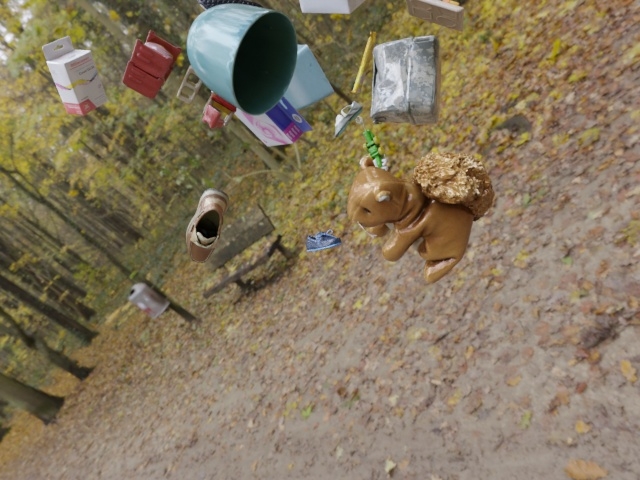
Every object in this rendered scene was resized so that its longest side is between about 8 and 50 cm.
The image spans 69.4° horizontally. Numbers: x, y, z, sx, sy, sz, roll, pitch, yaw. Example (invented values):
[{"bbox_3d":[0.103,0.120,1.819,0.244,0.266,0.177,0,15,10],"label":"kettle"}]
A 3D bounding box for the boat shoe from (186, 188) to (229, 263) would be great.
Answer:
[{"bbox_3d":[-0.412,-0.033,1.644,0.120,0.122,0.324,-95,23,-48],"label":"boat shoe"}]

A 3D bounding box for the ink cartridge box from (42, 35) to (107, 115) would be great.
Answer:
[{"bbox_3d":[-0.728,-0.491,1.379,0.067,0.198,0.115,10,42,16],"label":"ink cartridge box"}]

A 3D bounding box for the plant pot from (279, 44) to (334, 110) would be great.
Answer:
[{"bbox_3d":[-0.124,-0.746,2.198,0.252,0.247,0.248,-35,26,2],"label":"plant pot"}]

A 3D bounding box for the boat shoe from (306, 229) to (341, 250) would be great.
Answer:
[{"bbox_3d":[0.000,0.000,2.187,0.108,0.089,0.258,-7,-2,-39],"label":"boat shoe"}]

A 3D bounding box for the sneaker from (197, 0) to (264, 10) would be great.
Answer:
[{"bbox_3d":[-0.293,-0.747,1.513,0.097,0.234,0.084,10,89,65],"label":"sneaker"}]

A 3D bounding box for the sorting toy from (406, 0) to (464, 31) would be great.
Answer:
[{"bbox_3d":[0.366,-0.735,1.471,0.038,0.192,0.208,-68,-14,14],"label":"sorting toy"}]

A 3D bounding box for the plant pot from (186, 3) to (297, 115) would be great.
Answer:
[{"bbox_3d":[-0.248,-0.551,1.365,0.293,0.235,0.293,-48,-25,-31],"label":"plant pot"}]

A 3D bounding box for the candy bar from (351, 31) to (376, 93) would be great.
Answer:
[{"bbox_3d":[0.115,-0.461,1.209,0.040,0.018,0.162,-39,-28,-57],"label":"candy bar"}]

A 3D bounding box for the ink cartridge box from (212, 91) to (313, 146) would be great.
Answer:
[{"bbox_3d":[-0.229,-0.498,1.765,0.072,0.324,0.330,-54,29,-13],"label":"ink cartridge box"}]

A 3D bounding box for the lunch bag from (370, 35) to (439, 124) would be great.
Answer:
[{"bbox_3d":[0.315,-0.593,1.731,0.212,0.255,0.306,5,-92,-72],"label":"lunch bag"}]

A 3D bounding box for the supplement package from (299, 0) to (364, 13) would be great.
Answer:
[{"bbox_3d":[0.025,-0.899,1.501,0.203,0.262,0.145,19,54,31],"label":"supplement package"}]

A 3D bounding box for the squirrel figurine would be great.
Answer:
[{"bbox_3d":[0.278,-0.124,1.311,0.397,0.370,0.281,-42,34,29],"label":"squirrel figurine"}]

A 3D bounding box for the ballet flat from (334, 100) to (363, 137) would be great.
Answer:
[{"bbox_3d":[0.103,-0.518,1.968,0.213,0.068,0.072,-51,0,-28],"label":"ballet flat"}]

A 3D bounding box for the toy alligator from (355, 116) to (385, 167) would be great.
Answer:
[{"bbox_3d":[0.176,-0.335,1.567,0.056,0.190,0.051,-27,-5,37],"label":"toy alligator"}]

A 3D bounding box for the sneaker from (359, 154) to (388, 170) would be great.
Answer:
[{"bbox_3d":[0.236,-0.214,1.913,0.118,0.293,0.110,-11,2,3],"label":"sneaker"}]

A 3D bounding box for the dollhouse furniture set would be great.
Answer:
[{"bbox_3d":[-0.451,-0.531,1.575,0.152,0.373,0.201,-54,25,23],"label":"dollhouse furniture set"}]
